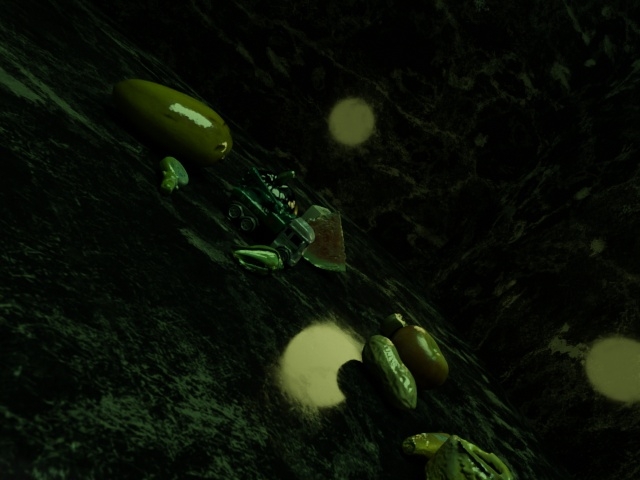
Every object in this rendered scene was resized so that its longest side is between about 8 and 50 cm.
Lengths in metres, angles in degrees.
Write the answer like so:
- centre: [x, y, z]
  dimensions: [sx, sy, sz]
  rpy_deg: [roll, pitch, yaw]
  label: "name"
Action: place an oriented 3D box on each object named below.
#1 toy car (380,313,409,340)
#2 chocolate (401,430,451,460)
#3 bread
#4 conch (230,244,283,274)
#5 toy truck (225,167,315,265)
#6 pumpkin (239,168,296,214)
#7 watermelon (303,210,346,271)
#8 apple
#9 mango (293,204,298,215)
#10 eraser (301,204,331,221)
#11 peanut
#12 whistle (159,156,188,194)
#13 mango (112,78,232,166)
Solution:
- centre: [0.367, 0.423, 1.835]
  dimensions: [0.257, 0.101, 0.124]
  rpy_deg: [41, 15, -19]
  label: "toy car"
- centre: [0.291, 0.558, 1.174]
  dimensions: [0.219, 0.085, 0.085]
  rpy_deg: [27, 20, -45]
  label: "chocolate"
- centre: [0.345, 0.581, 1.035]
  dimensions: [0.197, 0.170, 0.197]
  rpy_deg: [33, 5, -3]
  label: "bread"
- centre: [-0.180, 0.061, 1.338]
  dimensions: [0.201, 0.079, 0.094]
  rpy_deg: [3, 52, -47]
  label: "conch"
- centre: [-0.184, -0.077, 1.574]
  dimensions: [0.363, 0.178, 0.176]
  rpy_deg: [47, 11, 1]
  label: "toy truck"
- centre: [-0.197, -0.201, 1.792]
  dimensions: [0.248, 0.248, 0.248]
  rpy_deg: [42, 12, -11]
  label: "pumpkin"
- centre: [0.000, 0.000, 1.856]
  dimensions: [0.310, 0.231, 0.193]
  rpy_deg: [26, -21, -5]
  label: "watermelon"
- centre: [0.347, 0.430, 1.585]
  dimensions: [0.210, 0.173, 0.234]
  rpy_deg: [35, 23, -55]
  label: "apple"
- centre: [-0.189, -0.188, 2.095]
  dimensions: [0.133, 0.111, 0.267]
  rpy_deg: [8, 36, -44]
  label: "mango"
- centre: [-0.015, -0.116, 2.399]
  dimensions: [0.081, 0.124, 0.279]
  rpy_deg: [46, 12, 13]
  label: "eraser"
- centre: [0.207, 0.403, 1.342]
  dimensions: [0.124, 0.123, 0.256]
  rpy_deg: [32, 20, -44]
  label: "peanut"
- centre: [-0.463, -0.190, 1.345]
  dimensions: [0.104, 0.057, 0.198]
  rpy_deg: [55, 13, -29]
  label: "whistle"
- centre: [-0.523, -0.432, 1.578]
  dimensions: [0.445, 0.220, 0.301]
  rpy_deg: [31, 19, -35]
  label: "mango"
